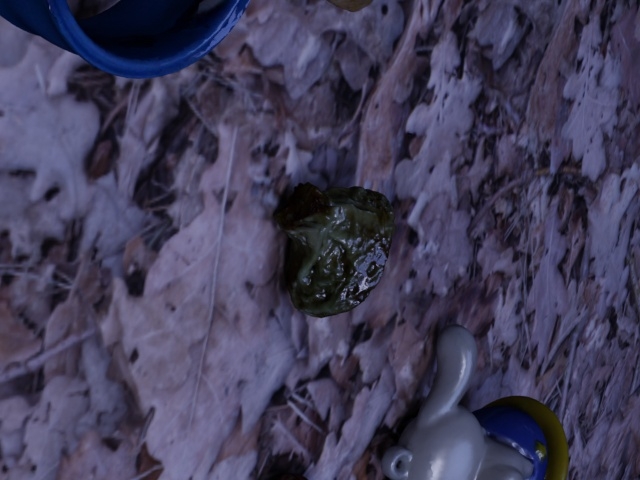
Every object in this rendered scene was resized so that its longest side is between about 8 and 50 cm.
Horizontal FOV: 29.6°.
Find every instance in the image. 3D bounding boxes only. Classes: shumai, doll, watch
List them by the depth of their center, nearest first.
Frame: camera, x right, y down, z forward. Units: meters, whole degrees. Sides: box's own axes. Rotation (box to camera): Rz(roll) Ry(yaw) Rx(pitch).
[{"bbox_3d":[-0.112,-0.205,0.719,0.200,0.171,0.196,-54,133,-6],"label":"watch"},{"bbox_3d":[0.001,0.000,1.041,0.087,0.099,0.124,30,78,-40],"label":"shumai"},{"bbox_3d":[0.166,0.288,1.353,0.311,0.159,0.242,-60,147,-12],"label":"doll"}]

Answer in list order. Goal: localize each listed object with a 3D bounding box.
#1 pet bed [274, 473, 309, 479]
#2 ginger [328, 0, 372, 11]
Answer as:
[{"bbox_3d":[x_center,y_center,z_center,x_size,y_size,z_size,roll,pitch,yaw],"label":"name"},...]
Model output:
[{"bbox_3d":[-0.055,0.318,1.139,0.201,0.053,0.201,-30,128,-47],"label":"pet bed"},{"bbox_3d":[0.012,-0.349,0.896,0.166,0.080,0.333,6,107,-42],"label":"ginger"}]
